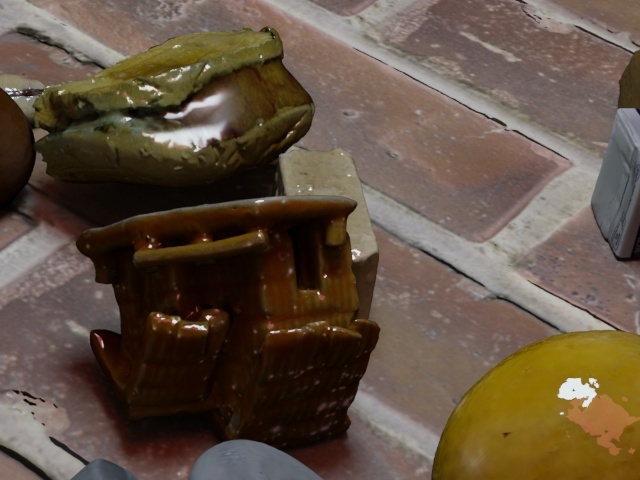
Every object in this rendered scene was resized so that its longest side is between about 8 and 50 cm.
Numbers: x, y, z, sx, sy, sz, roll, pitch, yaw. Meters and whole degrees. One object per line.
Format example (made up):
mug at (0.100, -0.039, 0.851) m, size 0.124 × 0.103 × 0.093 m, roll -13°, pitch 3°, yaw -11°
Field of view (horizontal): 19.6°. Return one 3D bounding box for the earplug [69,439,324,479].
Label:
earplug at (-0.082, 0.261, 1.463) m, size 0.325 × 0.175 × 0.214 m, roll 0°, pitch 35°, yaw -27°

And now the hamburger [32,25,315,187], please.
hamburger at (-0.124, -0.131, 1.882) m, size 0.211 × 0.132 × 0.309 m, roll 8°, pitch 23°, yaw 43°

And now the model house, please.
model house at (-0.080, 0.081, 1.655) m, size 0.199 × 0.219 × 0.229 m, roll -10°, pitch 87°, yaw -36°

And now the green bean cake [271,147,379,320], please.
green bean cake at (0.000, 0.000, 1.828) m, size 0.085 × 0.109 × 0.179 m, roll 1°, pitch 40°, yaw -11°

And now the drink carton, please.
drink carton at (0.418, -0.063, 1.977) m, size 0.222 × 0.134 × 0.102 m, roll -1°, pitch 38°, yaw -15°

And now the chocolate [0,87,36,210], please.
chocolate at (-0.349, -0.101, 1.856) m, size 0.124 × 0.133 × 0.127 m, roll 24°, pitch 43°, yaw 11°

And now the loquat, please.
loquat at (0.215, 0.206, 1.513) m, size 0.274 × 0.275 × 0.275 m, roll 6°, pitch 39°, yaw -5°

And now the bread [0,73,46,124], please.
bread at (-0.391, -0.148, 1.966) m, size 0.214 × 0.053 × 0.073 m, roll -5°, pitch 45°, yaw -18°

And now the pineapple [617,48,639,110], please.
pineapple at (0.471, -0.155, 2.121) m, size 0.248 × 0.128 × 0.128 m, roll 6°, pitch 39°, yaw -13°
